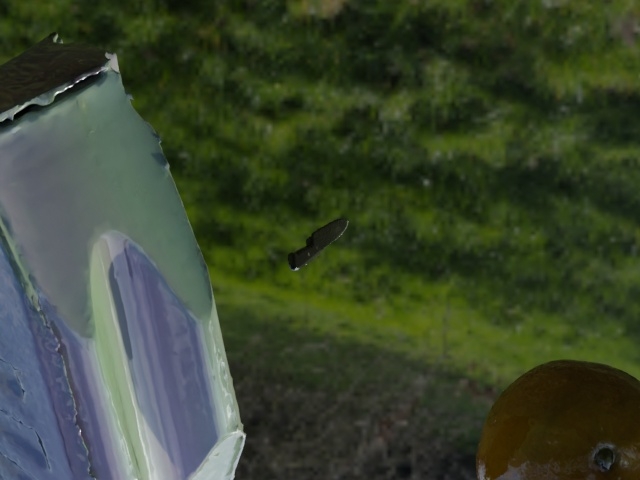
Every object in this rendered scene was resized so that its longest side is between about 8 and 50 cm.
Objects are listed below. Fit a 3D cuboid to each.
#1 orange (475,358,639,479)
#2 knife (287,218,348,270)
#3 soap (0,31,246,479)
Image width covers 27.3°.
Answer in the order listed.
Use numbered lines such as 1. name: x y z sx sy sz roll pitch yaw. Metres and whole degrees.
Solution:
1. orange: 0.193 0.165 0.972 0.156 0.156 0.124 0 162 -9
2. knife: 0.000 0.000 1.343 0.010 0.023 0.170 -19 -173 24
3. soap: -0.203 0.069 1.019 0.156 0.446 0.261 -30 -142 -33
